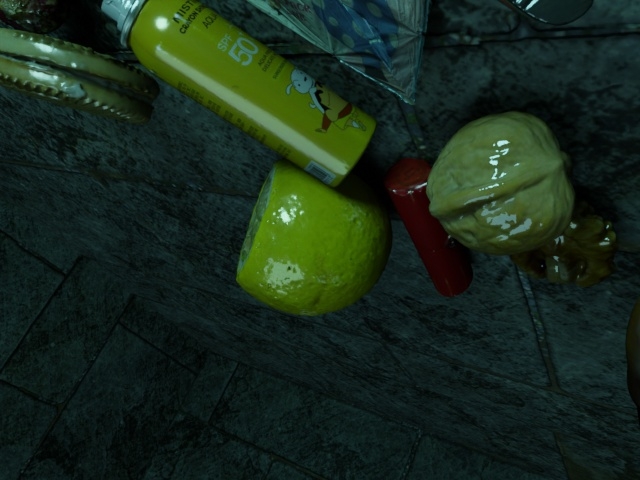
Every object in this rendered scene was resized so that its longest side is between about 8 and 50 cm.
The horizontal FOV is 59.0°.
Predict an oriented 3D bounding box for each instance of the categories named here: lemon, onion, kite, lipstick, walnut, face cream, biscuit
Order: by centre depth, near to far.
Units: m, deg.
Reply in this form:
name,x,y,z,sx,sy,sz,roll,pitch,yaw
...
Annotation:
name,x,y,z,sx,sy,sz,roll,pitch,yaw
kite,0.001,-0.241,0.505,0.314,0.011,0.335,46,166,-26
walnut,0.194,-0.059,0.620,0.166,0.149,0.166,37,136,46
face cream,-0.101,-0.198,0.694,0.349,0.105,0.105,31,157,-10
walnut,0.302,-0.003,0.721,0.143,0.069,0.170,12,154,29
onion,-0.388,-0.329,0.749,0.107,0.097,0.107,-11,138,-10
biscuit,-0.360,-0.234,0.826,0.259,0.079,0.259,15,-176,-1
lipstick,0.171,-0.010,0.849,0.073,0.073,0.279,10,152,34
lemon,0.000,0.000,0.853,0.219,0.240,0.240,18,159,-14

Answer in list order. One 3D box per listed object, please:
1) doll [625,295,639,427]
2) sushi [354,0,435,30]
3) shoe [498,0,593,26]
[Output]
name,x,y,z,sx,sy,sz,roll,pitch,yaw
doll,0.520,0.170,0.634,0.209,0.318,0.340,-7,-166,-24
sushi,0.064,-0.222,0.539,0.083,0.046,0.044,15,154,27
shoe,0.122,-0.232,0.431,0.194,0.074,0.077,39,-159,2
